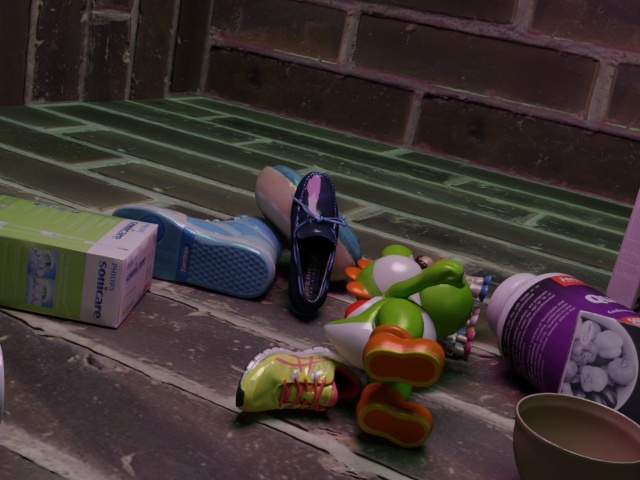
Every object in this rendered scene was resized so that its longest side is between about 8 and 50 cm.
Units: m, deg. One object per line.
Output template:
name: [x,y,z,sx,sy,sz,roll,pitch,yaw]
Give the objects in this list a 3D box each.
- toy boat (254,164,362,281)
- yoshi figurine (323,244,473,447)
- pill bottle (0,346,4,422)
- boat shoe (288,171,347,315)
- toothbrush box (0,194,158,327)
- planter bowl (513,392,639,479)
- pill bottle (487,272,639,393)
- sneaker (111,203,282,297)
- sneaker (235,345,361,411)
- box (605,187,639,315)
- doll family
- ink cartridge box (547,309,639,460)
toy boat: [-0.029,-0.046,1.720,0.148,0.267,0.318,-40,11,-12]
yoshi figurine: [0.146,0.121,1.229,0.203,0.203,0.362,-31,20,20]
pill bottle: [-0.467,0.158,0.897,0.245,0.137,0.136,1,18,-29]
boat shoe: [0.000,0.000,1.505,0.108,0.259,0.089,2,-13,-13]
toothbrush box: [-0.429,0.027,1.390,0.283,0.122,0.206,10,16,1]
planter bowl: [0.303,0.269,1.034,0.162,0.109,0.162,10,17,-3]
pill bottle: [0.395,0.163,1.319,0.181,0.182,0.323,2,18,-24]
sneaker: [-0.219,0.000,1.612,0.318,0.127,0.208,22,19,5]
sneaker: [-0.023,0.193,1.151,0.094,0.082,0.208,26,22,37]
box: [0.600,0.052,1.569,0.058,0.322,0.232,26,22,35]
doll family: [0.184,0.132,1.473,0.163,0.118,0.263,19,36,9]
ink cartridge box: [0.412,0.217,1.110,0.208,0.207,0.045,15,-7,14]
